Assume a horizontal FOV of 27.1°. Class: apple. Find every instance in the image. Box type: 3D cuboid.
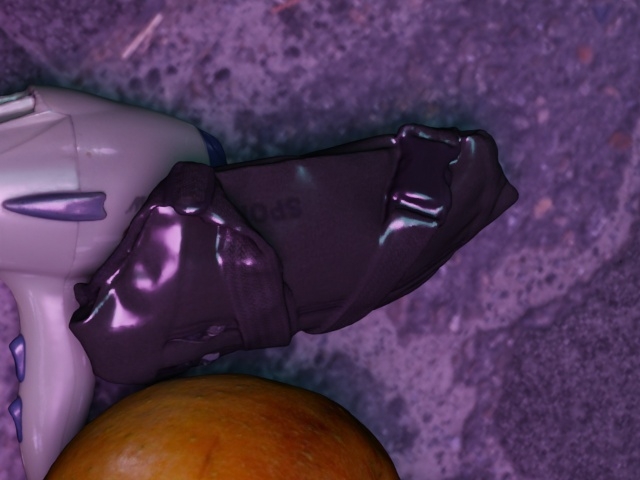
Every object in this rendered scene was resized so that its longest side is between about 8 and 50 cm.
[{"bbox_3d":[-0.056,0.188,0.776,0.207,0.237,0.237,-7,95,25],"label":"apple"}]

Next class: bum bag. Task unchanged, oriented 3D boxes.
[{"bbox_3d":[0.000,0.000,0.815,0.326,0.080,0.142,-17,135,-33],"label":"bum bag"}]

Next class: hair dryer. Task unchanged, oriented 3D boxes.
[{"bbox_3d":[-0.225,0.034,0.790,0.296,0.119,0.298,19,93,-26],"label":"hair dryer"}]
